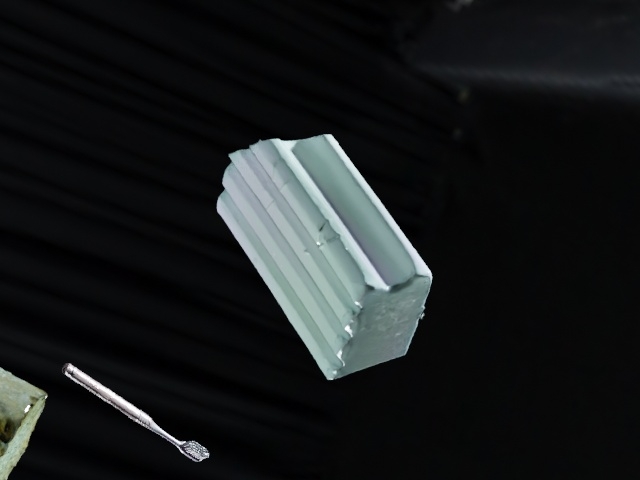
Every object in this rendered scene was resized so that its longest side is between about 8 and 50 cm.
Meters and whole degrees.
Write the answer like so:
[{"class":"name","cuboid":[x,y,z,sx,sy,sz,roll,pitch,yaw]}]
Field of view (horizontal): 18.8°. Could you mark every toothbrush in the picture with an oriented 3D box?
[{"class":"toothbrush","cuboid":[-0.090,0.085,0.949,0.008,0.097,0.006,-24,-137,36]}]

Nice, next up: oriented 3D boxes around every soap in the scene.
[{"class":"soap","cuboid":[0.000,0.000,2.149,0.289,0.095,0.172,55,-34,33]}]

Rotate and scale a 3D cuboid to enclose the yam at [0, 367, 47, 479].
[{"class":"yam","cuboid":[-0.294,0.106,1.301,0.107,0.194,0.107,-63,177,-6]}]
